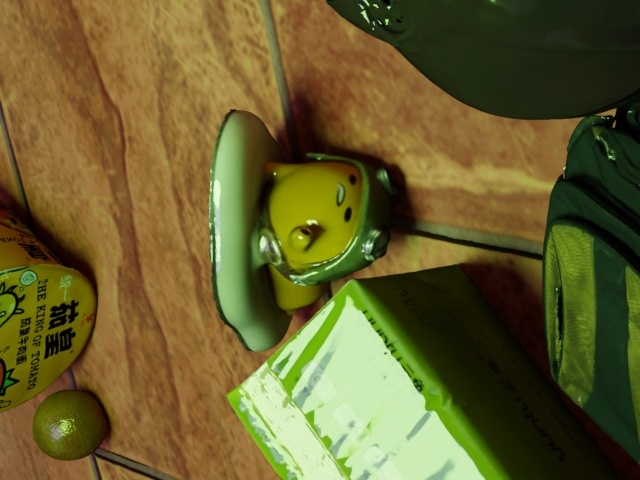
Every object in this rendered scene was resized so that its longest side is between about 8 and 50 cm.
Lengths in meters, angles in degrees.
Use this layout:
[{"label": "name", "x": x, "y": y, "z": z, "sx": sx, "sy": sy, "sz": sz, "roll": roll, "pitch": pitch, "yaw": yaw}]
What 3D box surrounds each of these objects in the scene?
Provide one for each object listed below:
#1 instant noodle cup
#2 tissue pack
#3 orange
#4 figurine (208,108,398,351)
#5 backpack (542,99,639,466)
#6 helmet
[{"label": "instant noodle cup", "x": -0.367, "y": 0.056, "z": 1.943, "sx": 0.172, "sy": 0.215, "sz": 0.216, "roll": 50, "pitch": 144, "yaw": 34}, {"label": "tissue pack", "x": 0.096, "y": 0.172, "z": 1.379, "sx": 0.167, "sy": 0.200, "sz": 0.275, "roll": -44, "pitch": 74, "yaw": 23}, {"label": "orange", "x": -0.274, "y": 0.202, "z": 2.015, "sx": 0.085, "sy": 0.085, "sz": 0.085, "roll": 30, "pitch": 133, "yaw": 38}, {"label": "figurine", "x": 0.000, "y": 0.000, "z": 1.534, "sx": 0.141, "sy": 0.167, "sz": 0.250, "roll": 4, "pitch": 149, "yaw": 12}, {"label": "backpack", "x": 0.226, "y": 0.019, "z": 1.189, "sx": 0.206, "sy": 0.133, "sz": 0.258, "roll": 40, "pitch": 154, "yaw": 41}, {"label": "helmet", "x": 0.152, "y": -0.166, "z": 1.117, "sx": 0.177, "sy": 0.225, "sz": 0.305, "roll": 51, "pitch": 152, "yaw": -4}]
